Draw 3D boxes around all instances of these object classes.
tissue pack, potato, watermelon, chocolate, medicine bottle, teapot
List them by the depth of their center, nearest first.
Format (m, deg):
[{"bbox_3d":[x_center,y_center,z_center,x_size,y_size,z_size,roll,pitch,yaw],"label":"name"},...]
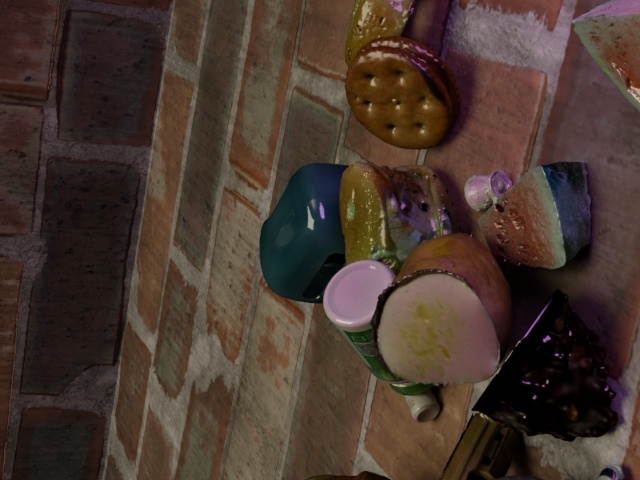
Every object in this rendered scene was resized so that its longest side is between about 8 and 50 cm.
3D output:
[{"bbox_3d":[0.455,-0.251,1.360,0.305,0.180,0.224,14,88,62],"label":"watermelon"},{"bbox_3d":[0.352,0.203,1.607,0.177,0.206,0.224,36,150,10],"label":"chocolate"},{"bbox_3d":[0.325,-0.026,1.730,0.241,0.094,0.154,-19,80,64],"label":"watermelon"},{"bbox_3d":[0.214,0.095,1.759,0.266,0.229,0.229,-45,-21,-56],"label":"potato"},{"bbox_3d":[0.278,-0.074,1.839,0.064,0.064,0.083,-24,61,52],"label":"teapot"},{"bbox_3d":[0.116,0.159,1.911,0.133,0.274,0.133,-16,48,19],"label":"medicine bottle"},{"bbox_3d":[0.177,0.280,2.010,0.052,0.052,0.089,-65,33,37],"label":"medicine bottle"},{"bbox_3d":[0.000,0.000,2.241,0.287,0.198,0.206,-55,38,44],"label":"tissue pack"}]

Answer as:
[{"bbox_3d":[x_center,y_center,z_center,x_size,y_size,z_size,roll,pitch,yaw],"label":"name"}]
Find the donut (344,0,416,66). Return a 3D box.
[{"bbox_3d":[0.110,-0.429,2.083,0.272,0.107,0.272,-161,90,-87],"label":"donut"}]

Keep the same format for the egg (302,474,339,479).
[{"bbox_3d":[-0.017,0.589,2.163,0.238,0.238,0.289,34,107,61],"label":"egg"}]

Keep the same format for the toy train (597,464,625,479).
[{"bbox_3d":[0.409,0.412,1.527,0.043,0.047,0.207,146,121,-59],"label":"toy train"}]

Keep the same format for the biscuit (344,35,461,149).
[{"bbox_3d":[0.145,-0.261,1.991,0.066,0.220,0.220,-54,6,-35],"label":"biscuit"}]

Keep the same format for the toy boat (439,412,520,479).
[{"bbox_3d":[0.247,0.349,1.736,0.226,0.088,0.068,-52,-24,-45],"label":"toy boat"}]

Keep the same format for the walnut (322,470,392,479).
[{"bbox_3d":[0.072,0.590,1.897,0.354,0.308,0.398,8,94,24],"label":"walnut"}]

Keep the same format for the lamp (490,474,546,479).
[{"bbox_3d":[0.283,0.437,1.567,0.233,0.265,0.233,-12,60,22],"label":"lamp"}]

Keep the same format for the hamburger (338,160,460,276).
[{"bbox_3d":[0.147,-0.028,1.979,0.192,0.167,0.288,-38,54,56],"label":"hamburger"}]
